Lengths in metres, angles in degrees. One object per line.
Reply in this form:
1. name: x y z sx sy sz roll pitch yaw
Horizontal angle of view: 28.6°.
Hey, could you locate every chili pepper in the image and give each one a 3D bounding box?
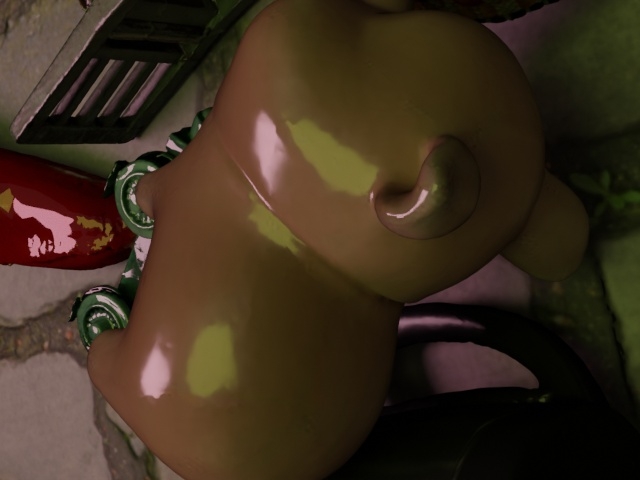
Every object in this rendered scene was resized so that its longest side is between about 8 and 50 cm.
1. chili pepper: -0.302 -0.040 1.132 0.388 0.110 0.110 15 103 28

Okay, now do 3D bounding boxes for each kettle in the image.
1. kettle: 0.060 0.182 0.834 0.271 0.207 0.250 -4 99 44

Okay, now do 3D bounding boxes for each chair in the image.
1. chair: -0.151 -0.213 0.983 0.270 0.136 0.147 -41 70 33

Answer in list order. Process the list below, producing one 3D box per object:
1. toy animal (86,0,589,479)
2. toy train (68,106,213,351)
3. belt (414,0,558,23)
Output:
1. toy animal: 0.000 0.000 0.763 0.269 0.237 0.326 7 84 30
2. toy train: -0.098 0.032 0.973 0.154 0.115 0.269 35 113 22
3. belt: 0.062 -0.259 0.809 0.295 0.160 0.206 21 88 31
